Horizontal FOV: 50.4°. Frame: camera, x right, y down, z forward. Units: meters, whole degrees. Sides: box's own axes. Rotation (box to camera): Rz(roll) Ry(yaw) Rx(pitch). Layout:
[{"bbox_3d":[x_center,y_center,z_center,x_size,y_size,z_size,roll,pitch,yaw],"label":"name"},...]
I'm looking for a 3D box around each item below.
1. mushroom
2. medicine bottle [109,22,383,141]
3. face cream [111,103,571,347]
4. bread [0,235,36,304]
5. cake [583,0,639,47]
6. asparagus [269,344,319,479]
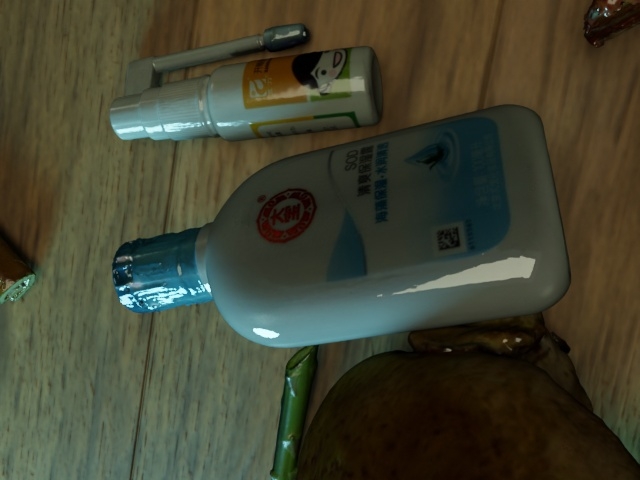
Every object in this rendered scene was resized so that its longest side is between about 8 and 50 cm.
[{"bbox_3d":[0.089,0.171,0.447,0.195,0.263,0.283,23,60,-19],"label":"mushroom"},{"bbox_3d":[-0.063,-0.125,0.549,0.221,0.061,0.092,-4,69,15],"label":"medicine bottle"},{"bbox_3d":[0.000,0.000,0.504,0.337,0.080,0.163,-10,53,20],"label":"face cream"},{"bbox_3d":[-0.307,0.019,0.633,0.083,0.036,0.047,45,96,8],"label":"bread"},{"bbox_3d":[0.290,-0.205,0.396,0.160,0.158,0.262,32,104,11],"label":"cake"},{"bbox_3d":[-0.028,0.190,0.576,0.027,0.034,0.236,8,100,-4],"label":"asparagus"}]
